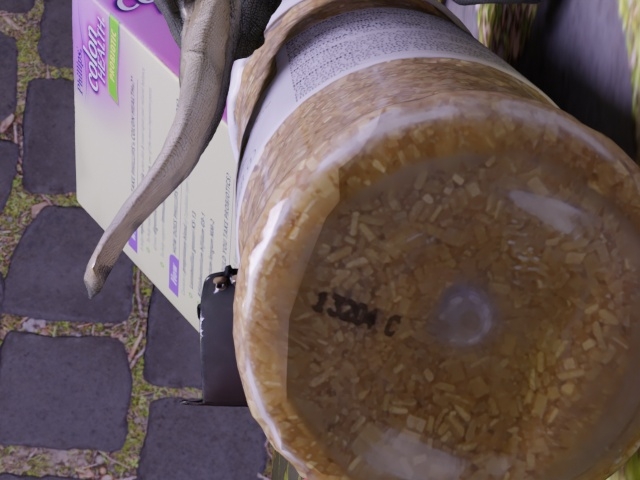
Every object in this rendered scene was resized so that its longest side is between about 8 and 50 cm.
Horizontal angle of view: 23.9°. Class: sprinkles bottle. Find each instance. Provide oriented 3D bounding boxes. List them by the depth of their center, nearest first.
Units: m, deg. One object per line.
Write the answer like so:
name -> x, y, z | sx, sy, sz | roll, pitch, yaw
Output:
sprinkles bottle -> 0.027, -0.023, 0.548 | 0.355, 0.121, 0.121 | -104, 17, -75

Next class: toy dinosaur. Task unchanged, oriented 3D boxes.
toy dinosaur -> -0.041, -0.106, 0.554 | 0.268, 0.064, 0.118 | -75, -13, -53

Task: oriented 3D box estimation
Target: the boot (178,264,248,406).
boot -> 0.000, 0.000, 0.791 | 0.077, 0.137, 0.198 | 141, 132, -84

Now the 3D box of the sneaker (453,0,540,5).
sneaker -> 0.026, -0.192, 0.606 | 0.121, 0.099, 0.262 | 84, 169, -50

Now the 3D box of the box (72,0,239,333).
box -> -0.065, -0.058, 1.081 | 0.243, 0.117, 0.214 | 43, 144, 32
